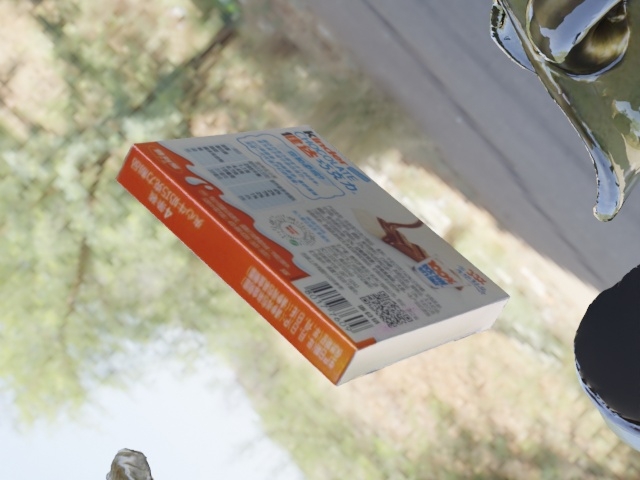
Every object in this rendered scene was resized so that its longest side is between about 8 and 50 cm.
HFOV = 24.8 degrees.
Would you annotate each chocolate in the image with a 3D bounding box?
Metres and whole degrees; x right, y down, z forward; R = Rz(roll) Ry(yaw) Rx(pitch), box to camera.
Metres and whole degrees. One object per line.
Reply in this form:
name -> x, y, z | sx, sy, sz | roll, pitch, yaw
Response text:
chocolate -> 0.487, 0.173, 1.944 | 0.283, 0.283, 0.186 | 42, 169, 42

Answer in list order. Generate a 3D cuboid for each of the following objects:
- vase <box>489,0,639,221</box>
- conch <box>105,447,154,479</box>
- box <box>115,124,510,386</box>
vase -> 0.234, -0.163, 0.910 | 0.241, 0.302, 0.329 | 63, -158, 14
conch -> -0.093, 0.240, 1.030 | 0.207, 0.130, 0.155 | 49, 137, -4
box -> 0.000, 0.000, 1.270 | 0.273, 0.048, 0.265 | 41, -152, 23
